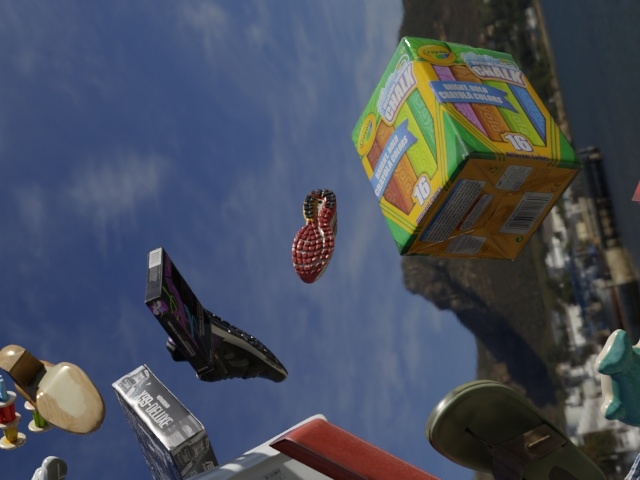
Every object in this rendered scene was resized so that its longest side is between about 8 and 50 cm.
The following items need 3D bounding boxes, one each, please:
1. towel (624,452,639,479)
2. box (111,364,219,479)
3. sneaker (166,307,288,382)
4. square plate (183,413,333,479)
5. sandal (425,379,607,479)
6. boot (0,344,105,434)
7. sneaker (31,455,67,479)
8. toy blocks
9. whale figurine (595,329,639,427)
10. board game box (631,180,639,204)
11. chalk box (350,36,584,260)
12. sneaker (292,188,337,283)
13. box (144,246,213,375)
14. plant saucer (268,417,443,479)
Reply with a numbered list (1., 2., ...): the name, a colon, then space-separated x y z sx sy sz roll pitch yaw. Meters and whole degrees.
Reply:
1. towel: 0.642 0.421 1.501 0.034 0.209 0.285 -58 -18 -55
2. box: -0.267 0.417 1.633 0.242 0.076 0.307 30 142 47
3. sneaker: -0.198 0.243 1.794 0.283 0.124 0.107 36 -179 -33
4. square plate: -0.019 0.453 1.334 0.347 0.049 0.344 -18 -121 -40
5. sandal: 0.270 0.278 1.112 0.303 0.120 0.086 32 -178 -17
6. boot: -0.451 0.304 1.589 0.104 0.295 0.211 -52 -37 -20
7. sneaker: -0.454 0.399 1.432 0.152 0.061 0.053 104 -169 -48
8. toy blocks: -0.592 0.321 1.712 0.123 0.054 0.148 -29 -56 -46
9. whale figurine: 0.682 0.298 1.853 0.216 0.141 0.272 -54 -47 -12
10. board game box: 0.780 -0.144 1.879 0.281 0.027 0.145 -155 86 -81
11. chalk box: 0.167 -0.139 1.124 0.180 0.179 0.289 -63 36 40
12. sneaker: 0.000 0.000 1.823 0.092 0.088 0.225 77 -158 -49
13. box: -0.204 0.103 1.263 0.116 0.029 0.162 -102 -11 -53
14. plant saucer: 0.065 0.306 1.148 0.047 0.259 0.258 -62 0 -17
